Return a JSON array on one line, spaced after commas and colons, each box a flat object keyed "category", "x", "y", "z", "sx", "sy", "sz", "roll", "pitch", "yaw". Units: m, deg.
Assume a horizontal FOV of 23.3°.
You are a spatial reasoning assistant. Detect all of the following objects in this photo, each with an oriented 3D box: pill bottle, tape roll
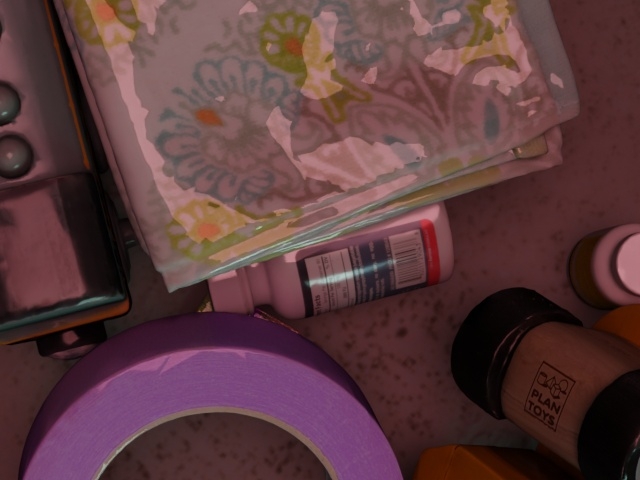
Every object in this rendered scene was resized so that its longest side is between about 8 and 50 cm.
[{"category": "pill bottle", "x": 0.230, "y": 0.020, "z": 1.172, "sx": 0.065, "sy": 0.116, "sz": 0.065, "roll": 0, "pitch": 86, "yaw": -4}, {"category": "pill bottle", "x": 0.000, "y": 0.000, "z": 1.158, "sx": 0.180, "sy": 0.108, "sz": 0.108, "roll": -14, "pitch": 88, "yaw": -6}, {"category": "tape roll", "x": -0.079, "y": 0.194, "z": 1.110, "sx": 0.275, "sy": 0.090, "sz": 0.274, "roll": -2, "pitch": 105, "yaw": -7}]

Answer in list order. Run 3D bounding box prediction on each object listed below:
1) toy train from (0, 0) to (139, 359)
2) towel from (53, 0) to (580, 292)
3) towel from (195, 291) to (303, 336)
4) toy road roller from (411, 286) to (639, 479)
[{"category": "toy train", "x": -0.214, "y": -0.078, "z": 1.102, "sx": 0.142, "sy": 0.190, "sz": 0.334, "roll": -13, "pitch": 88, "yaw": -6}, {"category": "towel", "x": -0.019, "y": -0.184, "z": 1.051, "sx": 0.320, "sy": 0.090, "sz": 0.374, "roll": -20, "pitch": 96, "yaw": -11}, {"category": "towel", "x": -0.061, "y": 0.078, "z": 1.196, "sx": 0.083, "sy": 0.009, "sz": 0.060, "roll": 30, "pitch": 85, "yaw": -2}, {"category": "toy road roller", "x": 0.210, "y": 0.207, "z": 1.116, "sx": 0.241, "sy": 0.202, "sz": 0.329, "roll": 12, "pitch": 103, "yaw": -35}]
